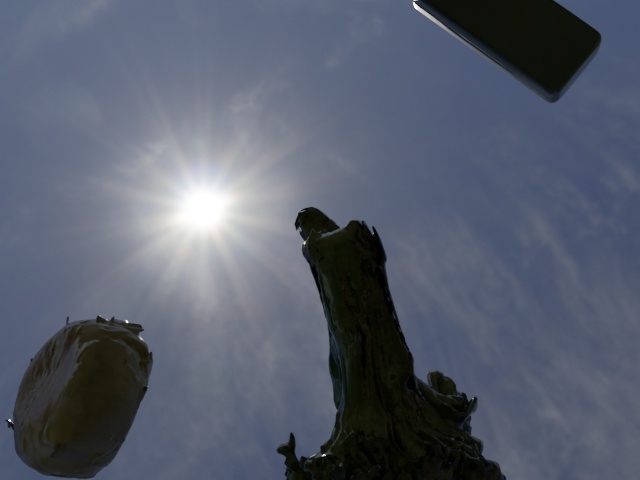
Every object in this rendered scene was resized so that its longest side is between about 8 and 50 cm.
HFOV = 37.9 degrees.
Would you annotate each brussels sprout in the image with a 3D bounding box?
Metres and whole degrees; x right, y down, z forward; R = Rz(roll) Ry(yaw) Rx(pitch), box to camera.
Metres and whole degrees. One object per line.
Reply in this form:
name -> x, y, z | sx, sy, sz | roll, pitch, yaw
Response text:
brussels sprout -> 0.001, 0.000, 0.999 | 0.051, 0.083, 0.046 | 10, -113, 14

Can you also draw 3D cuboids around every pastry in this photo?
pastry -> -0.225, 0.147, 0.880 | 0.166, 0.088, 0.165 | -36, -140, 36

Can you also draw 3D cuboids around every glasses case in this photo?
glasses case -> 0.182, -0.219, 0.924 | 0.184, 0.039, 0.078 | 39, -90, 15

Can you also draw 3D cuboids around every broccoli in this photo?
broccoli -> 0.074, 0.126, 0.800 | 0.199, 0.274, 0.177 | 7, 170, -38
